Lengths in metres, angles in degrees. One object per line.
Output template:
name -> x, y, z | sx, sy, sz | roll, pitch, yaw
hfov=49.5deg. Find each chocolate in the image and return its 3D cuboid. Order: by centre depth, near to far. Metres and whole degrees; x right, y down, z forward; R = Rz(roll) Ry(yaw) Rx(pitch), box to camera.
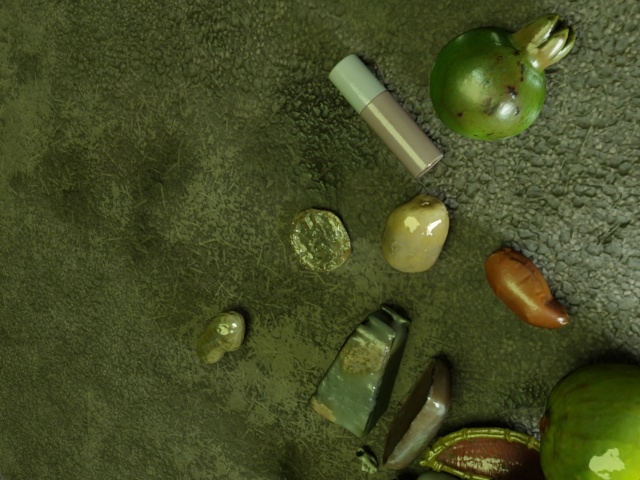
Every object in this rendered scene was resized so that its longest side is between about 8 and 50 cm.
chocolate -> 0.211, 0.365, 1.425 | 0.083, 0.161, 0.261 | 24, 125, 1

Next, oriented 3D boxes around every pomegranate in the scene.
pomegranate -> 0.292, -0.254, 1.129 | 0.240, 0.159, 0.190 | -3, 107, 28

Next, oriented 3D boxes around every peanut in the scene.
peanut -> -0.243, 0.237, 1.695 | 0.093, 0.083, 0.194 | 24, 132, -18

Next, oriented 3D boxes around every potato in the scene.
potato -> 0.178, -0.011, 1.321 | 0.178, 0.118, 0.109 | 104, 151, -42

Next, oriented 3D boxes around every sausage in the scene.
sausage -> 0.371, 0.091, 1.252 | 0.179, 0.089, 0.089 | 51, 126, 13

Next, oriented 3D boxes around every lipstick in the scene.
lipstick -> 0.121, -0.232, 1.295 | 0.254, 0.070, 0.070 | 50, 126, 6

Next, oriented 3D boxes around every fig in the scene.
fig -> 0.534, 0.335, 1.153 | 0.326, 0.258, 0.258 | 1, 109, 13

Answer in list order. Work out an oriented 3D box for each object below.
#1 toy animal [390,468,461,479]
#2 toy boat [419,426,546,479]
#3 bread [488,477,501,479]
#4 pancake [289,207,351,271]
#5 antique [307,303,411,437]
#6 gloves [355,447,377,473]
toy animal -> 0.240, 0.589, 1.472 | 0.235, 0.165, 0.187 | -29, 97, 33
toy boat -> 0.356, 0.440, 1.387 | 0.317, 0.099, 0.141 | -2, 104, 35
bread -> 0.405, 0.525, 1.234 | 0.261, 0.163, 0.204 | 14, 158, 21
pancake -> -0.001, 0.001, 1.487 | 0.151, 0.025, 0.152 | 11, 112, 29
antique -> 0.094, 0.264, 1.465 | 0.150, 0.125, 0.284 | 31, 122, 18
gloves -> 0.107, 0.507, 1.599 | 0.044, 0.037, 0.081 | 30, 147, 62
